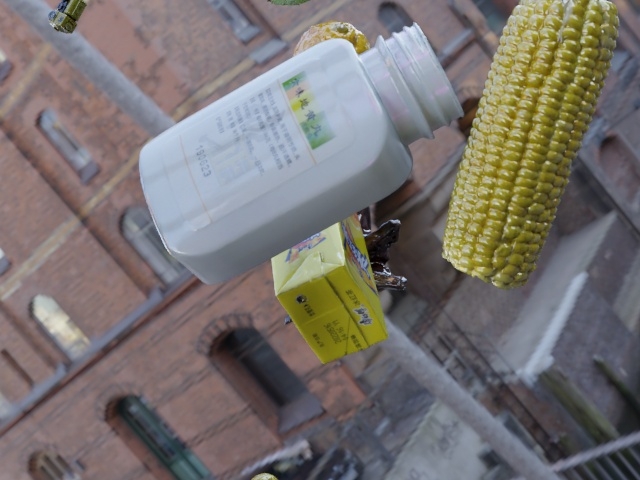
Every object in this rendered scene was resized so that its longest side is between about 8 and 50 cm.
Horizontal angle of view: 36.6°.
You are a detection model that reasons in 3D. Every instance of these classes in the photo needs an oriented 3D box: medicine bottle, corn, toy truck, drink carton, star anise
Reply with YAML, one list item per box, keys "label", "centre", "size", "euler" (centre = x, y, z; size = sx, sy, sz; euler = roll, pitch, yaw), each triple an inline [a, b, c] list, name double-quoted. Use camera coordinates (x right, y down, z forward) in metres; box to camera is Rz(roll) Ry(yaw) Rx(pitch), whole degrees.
- label: "medicine bottle"
  centre: [-0.019, -0.098, 0.997]
  size: [0.324, 0.179, 0.124]
  euler: [-30, -37, 9]
- label: "corn"
  centre: [0.168, -0.084, 0.789]
  size: [0.093, 0.093, 0.244]
  euler: [-65, -8, -78]
- label: "toy truck"
  centre: [-0.544, -0.487, 2.082]
  size: [0.083, 0.054, 0.049]
  euler: [-63, -31, -7]
- label: "drink carton"
  centre: [0.000, 0.000, 1.418]
  size: [0.111, 0.155, 0.351]
  euler: [-25, 36, 10]
- label: "star anise"
  centre: [0.048, 0.055, 1.623]
  size: [0.272, 0.272, 0.102]
  euler: [-38, -29, 24]

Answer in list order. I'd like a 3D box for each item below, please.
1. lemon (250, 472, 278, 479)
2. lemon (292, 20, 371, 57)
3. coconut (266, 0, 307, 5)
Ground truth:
- label: "lemon"
  centre: [-0.089, 0.395, 1.502]
  size: [0.065, 0.065, 0.092]
  euler: [-43, -32, -31]
- label: "lemon"
  centre: [0.022, -0.308, 1.677]
  size: [0.142, 0.142, 0.187]
  euler: [-43, -13, -30]
- label: "coconut"
  centre: [-0.018, -0.405, 1.344]
  size: [0.133, 0.158, 0.055]
  euler: [-1, -14, -12]
